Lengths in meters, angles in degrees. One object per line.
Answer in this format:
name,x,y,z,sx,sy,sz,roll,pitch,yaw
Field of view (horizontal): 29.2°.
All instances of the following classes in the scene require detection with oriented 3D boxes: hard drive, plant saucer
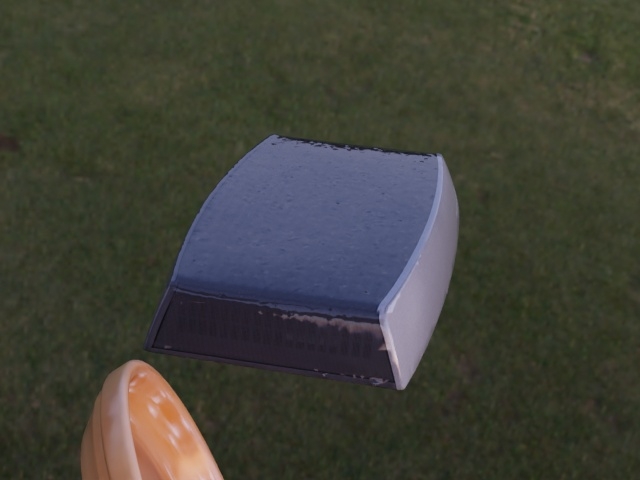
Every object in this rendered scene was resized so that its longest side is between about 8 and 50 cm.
hard drive,0.000,0.000,0.797,0.172,0.054,0.254,8,28,10
plant saucer,-0.074,0.160,0.638,0.037,0.200,0.200,-23,37,2
